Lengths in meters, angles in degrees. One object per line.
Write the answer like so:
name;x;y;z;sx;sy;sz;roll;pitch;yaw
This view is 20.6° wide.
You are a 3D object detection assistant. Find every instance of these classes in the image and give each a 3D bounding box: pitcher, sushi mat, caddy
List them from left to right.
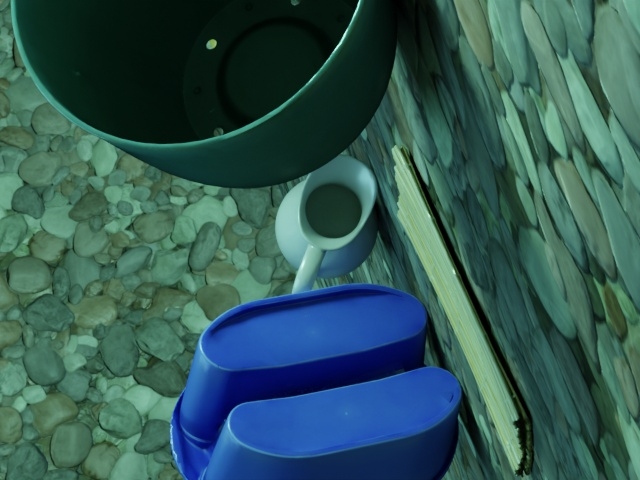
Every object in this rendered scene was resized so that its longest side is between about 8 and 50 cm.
pitcher;0.000;0.000;2.118;0.207;0.125;0.177;113;-179;-79
caddy;0.000;0.196;2.005;0.179;0.341;0.241;102;152;-50
sushi mat;0.133;0.067;1.672;0.151;0.019;0.316;79;171;-60

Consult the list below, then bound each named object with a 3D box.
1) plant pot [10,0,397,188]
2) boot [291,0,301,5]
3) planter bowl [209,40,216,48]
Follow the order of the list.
plant pot;-0.070;-0.173;1.432;0.235;0.293;0.293;47;-160;-67
boot;-0.025;-0.244;1.706;0.246;0.083;0.161;38;-157;-60
planter bowl;-0.130;-0.338;2.684;0.217;0.090;0.217;159;90;-86
